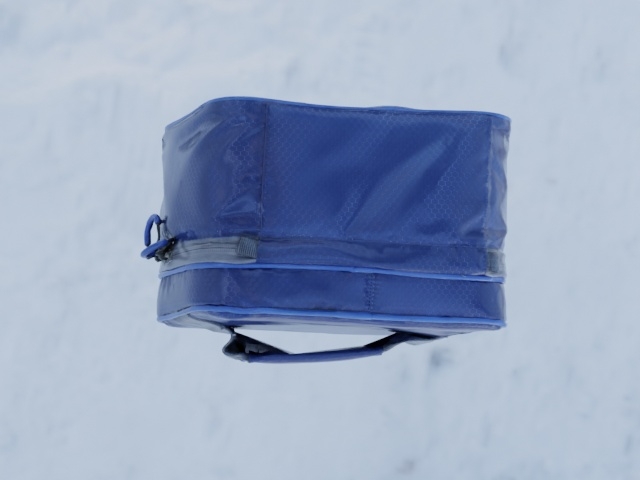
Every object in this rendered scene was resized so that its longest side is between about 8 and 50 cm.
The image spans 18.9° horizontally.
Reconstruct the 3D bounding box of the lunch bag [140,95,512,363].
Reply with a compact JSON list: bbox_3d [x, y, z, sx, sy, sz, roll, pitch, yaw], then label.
[{"bbox_3d":[0.000,0.000,0.508,0.098,0.067,0.065,2,84,-18],"label":"lunch bag"}]
